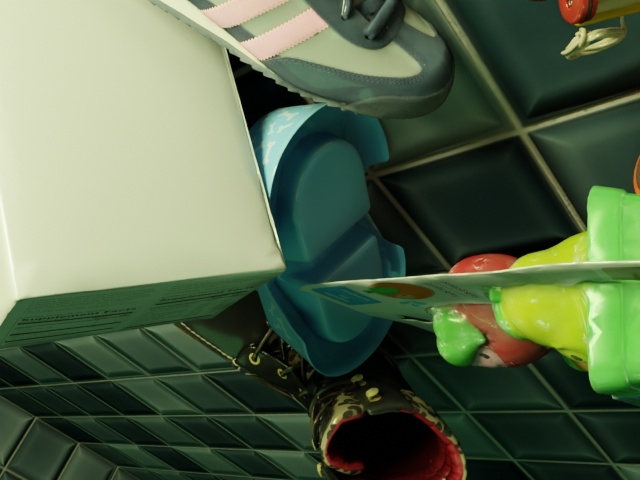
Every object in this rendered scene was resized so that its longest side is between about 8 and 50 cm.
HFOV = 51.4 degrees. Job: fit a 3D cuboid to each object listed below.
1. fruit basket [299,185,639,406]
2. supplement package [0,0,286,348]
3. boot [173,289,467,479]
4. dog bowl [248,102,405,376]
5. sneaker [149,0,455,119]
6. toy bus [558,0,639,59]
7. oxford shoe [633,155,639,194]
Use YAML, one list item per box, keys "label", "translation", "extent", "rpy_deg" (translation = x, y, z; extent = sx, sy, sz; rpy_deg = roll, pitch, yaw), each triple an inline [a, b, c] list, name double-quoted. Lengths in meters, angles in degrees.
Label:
- label: "fruit basket"
  translation: [0.214, 0.078, 0.596]
  extent: [0.353, 0.165, 0.327]
  rpy_deg: [-14, 156, 37]
- label: "supplement package"
  translation: [-0.177, -0.066, 0.546]
  extent: [0.204, 0.261, 0.145]
  rpy_deg: [-5, 162, -37]
- label: "boot"
  translation: [-0.013, 0.162, 0.804]
  extent: [0.377, 0.138, 0.284]
  rpy_deg: [34, -176, -22]
- label: "dog bowl"
  translation: [0.000, 0.000, 0.663]
  extent: [0.074, 0.166, 0.297]
  rpy_deg: [19, 137, 38]
- label: "sneaker"
  translation: [-0.029, -0.200, 0.471]
  extent: [0.319, 0.112, 0.131]
  rpy_deg: [26, 148, -7]
- label: "toy bus"
  translation: [0.189, -0.195, 0.360]
  extent: [0.202, 0.191, 0.104]
  rpy_deg: [-18, 84, 39]
- label: "oxford shoe"
  translation: [0.336, -0.089, 0.435]
  extent: [0.098, 0.096, 0.271]
  rpy_deg: [27, 146, -16]
